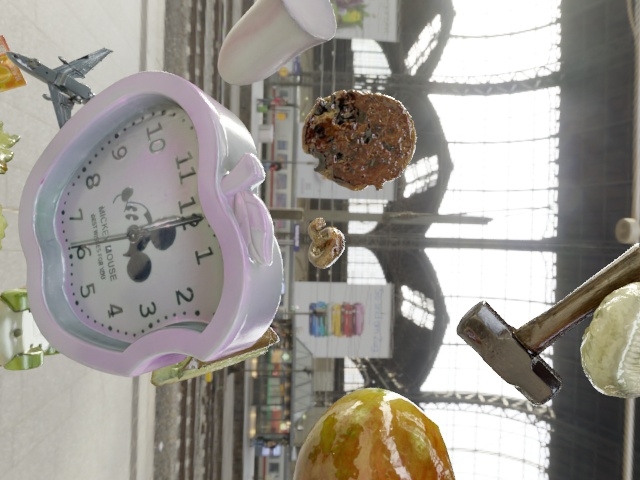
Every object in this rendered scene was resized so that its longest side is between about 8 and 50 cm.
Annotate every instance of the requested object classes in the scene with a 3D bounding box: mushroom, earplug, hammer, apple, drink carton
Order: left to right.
[{"bbox_3d":[-0.787,-0.365,1.058,0.071,0.223,0.096,55,-23,19],"label":"drink carton"},{"bbox_3d":[-0.128,-0.447,1.089,0.301,0.172,0.172,-24,-122,41],"label":"earplug"},{"bbox_3d":[0.010,0.005,0.930,0.129,0.073,0.088,89,24,-61],"label":"mushroom"},{"bbox_3d":[0.087,0.344,0.704,0.226,0.246,0.246,-58,166,-36],"label":"apple"},{"bbox_3d":[0.509,0.150,0.996,0.409,0.242,0.095,-46,170,27],"label":"hammer"}]

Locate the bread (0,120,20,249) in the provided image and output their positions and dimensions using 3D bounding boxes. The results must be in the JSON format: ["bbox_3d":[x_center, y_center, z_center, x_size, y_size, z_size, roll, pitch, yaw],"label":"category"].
[{"bbox_3d":[-0.393,0.036,0.306,0.233,0.362,0.245,54,-44,39],"label":"bread"}]

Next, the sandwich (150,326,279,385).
[{"bbox_3d":[-0.160,0.153,0.754,0.244,0.090,0.088,6,59,-64],"label":"sandwich"}]

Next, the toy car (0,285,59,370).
[{"bbox_3d":[-0.621,0.160,0.924,0.235,0.235,0.145,-162,-109,-84],"label":"toy car"}]

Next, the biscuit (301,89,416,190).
[{"bbox_3d":[0.110,-0.294,1.423,0.081,0.334,0.289,-12,121,-81],"label":"biscuit"}]

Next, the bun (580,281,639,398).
[{"bbox_3d":[0.545,0.173,0.872,0.127,0.222,0.222,-156,-114,-62],"label":"bun"}]

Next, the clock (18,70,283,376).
[{"bbox_3d":[-0.190,-0.014,0.561,0.102,0.339,0.338,12,78,-68],"label":"clock"}]

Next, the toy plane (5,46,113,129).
[{"bbox_3d":[-0.451,-0.274,0.878,0.226,0.058,0.226,35,64,-58],"label":"toy plane"}]
